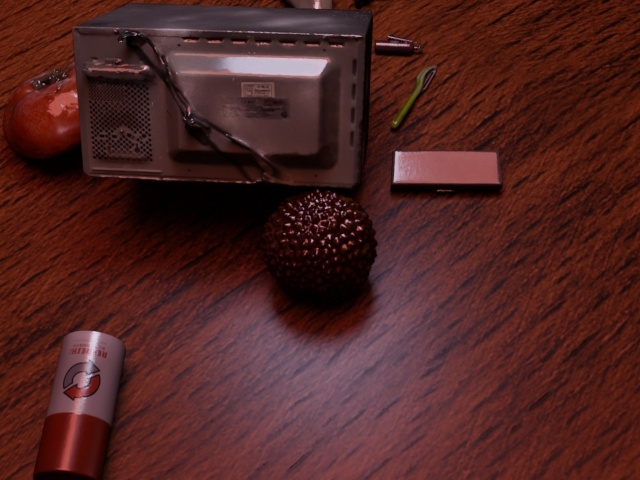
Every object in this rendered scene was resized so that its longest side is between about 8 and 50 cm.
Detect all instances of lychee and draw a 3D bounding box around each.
[{"bbox_3d":[0.000,0.000,1.414,0.188,0.188,0.188,-1,56,2],"label":"lychee"}]

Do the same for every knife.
[{"bbox_3d":[0.173,-0.271,1.688,0.026,0.022,0.184,35,60,-5],"label":"knife"}]

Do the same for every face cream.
[{"bbox_3d":[-0.346,0.246,1.312,0.095,0.096,0.214,1,56,3],"label":"face cream"}]

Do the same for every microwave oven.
[{"bbox_3d":[-0.138,-0.244,1.468,0.431,0.236,0.374,3,20,5],"label":"microwave oven"}]

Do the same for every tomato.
[{"bbox_3d":[-0.465,-0.246,1.612,0.236,0.095,0.237,-18,35,13],"label":"tomato"}]

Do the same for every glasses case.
[{"bbox_3d":[0.216,-0.119,1.570,0.190,0.042,0.072,1,63,3],"label":"glasses case"}]

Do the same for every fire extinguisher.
[{"bbox_3d":[0.156,-0.381,1.763,0.100,0.032,0.046,3,22,5],"label":"fire extinguisher"}]

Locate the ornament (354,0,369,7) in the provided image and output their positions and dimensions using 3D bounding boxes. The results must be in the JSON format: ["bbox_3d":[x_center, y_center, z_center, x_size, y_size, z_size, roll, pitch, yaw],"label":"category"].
[{"bbox_3d":[0.153,-0.538,1.833,0.203,0.081,0.088,-30,59,-17],"label":"ornament"}]

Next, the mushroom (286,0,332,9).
[{"bbox_3d":[-0.016,-0.487,1.808,0.116,0.093,0.225,-29,66,9],"label":"mushroom"}]
